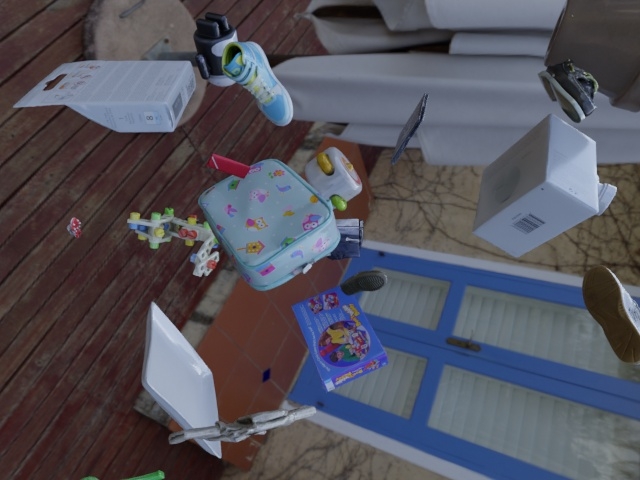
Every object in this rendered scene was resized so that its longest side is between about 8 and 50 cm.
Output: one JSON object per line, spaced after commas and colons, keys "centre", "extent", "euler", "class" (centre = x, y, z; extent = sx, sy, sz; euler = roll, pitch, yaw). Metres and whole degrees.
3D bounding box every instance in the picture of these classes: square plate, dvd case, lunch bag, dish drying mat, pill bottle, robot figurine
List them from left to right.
{"centre": [-0.393, 0.386, 1.206], "extent": [0.049, 0.347, 0.343], "euler": [-28, 120, -4], "class": "square plate"}
{"centre": [-0.417, -0.770, 1.763], "extent": [0.209, 0.173, 0.278], "euler": [-21, 144, -12], "class": "robot figurine"}
{"centre": [-0.184, -0.148, 0.868], "extent": [0.083, 0.008, 0.032], "euler": [16, 122, -33], "class": "dish drying mat"}
{"centre": [-0.099, -0.041, 0.879], "extent": [0.224, 0.279, 0.107], "euler": [-31, 141, -15], "class": "lunch bag"}
{"centre": [0.278, -0.348, 1.339], "extent": [0.164, 0.018, 0.221], "euler": [-59, -176, 40], "class": "dvd case"}
{"centre": [0.654, -0.139, 1.127], "extent": [0.108, 0.180, 0.107], "euler": [-51, 159, -28], "class": "pill bottle"}

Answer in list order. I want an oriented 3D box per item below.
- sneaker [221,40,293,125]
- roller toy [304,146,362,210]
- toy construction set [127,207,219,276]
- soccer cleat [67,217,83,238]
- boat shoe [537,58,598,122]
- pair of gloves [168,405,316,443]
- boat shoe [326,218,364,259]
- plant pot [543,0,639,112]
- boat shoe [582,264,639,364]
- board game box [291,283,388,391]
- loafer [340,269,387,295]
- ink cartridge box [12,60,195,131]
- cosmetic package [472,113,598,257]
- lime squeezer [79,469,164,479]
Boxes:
{"centre": [-0.228, -0.531, 1.478], "extent": [0.318, 0.127, 0.208], "euler": [59, 26, -4], "class": "sneaker"}
{"centre": [0.049, -0.225, 1.518], "extent": [0.209, 0.146, 0.191], "euler": [51, 19, -16], "class": "roller toy"}
{"centre": [-0.456, -0.013, 1.453], "extent": [0.151, 0.328, 0.215], "euler": [-66, 163, 17], "class": "toy construction set"}
{"centre": [-0.651, -0.035, 1.138], "extent": [0.083, 0.036, 0.029], "euler": [118, -4, -56], "class": "soccer cleat"}
{"centre": [0.465, -0.286, 0.798], "extent": [0.081, 0.069, 0.227], "euler": [51, 29, -22], "class": "boat shoe"}
{"centre": [-0.154, 0.375, 0.858], "extent": [0.204, 0.240, 0.042], "euler": [20, 52, -50], "class": "pair of gloves"}
{"centre": [0.000, 0.000, 1.648], "extent": [0.127, 0.341, 0.157], "euler": [-57, 146, -89], "class": "boat shoe"}
{"centre": [0.639, -0.440, 0.958], "extent": [0.263, 0.230, 0.262], "euler": [18, 90, -74], "class": "plant pot"}
{"centre": [0.773, 0.194, 1.118], "extent": [0.098, 0.096, 0.276], "euler": [-49, -149, 44], "class": "boat shoe"}
{"centre": [0.060, 0.335, 1.562], "extent": [0.234, 0.347, 0.078], "euler": [-22, 134, -6], "class": "board game box"}
{"centre": [0.113, 0.102, 1.119], "extent": [0.056, 0.148, 0.050], "euler": [57, 44, -16], "class": "loafer"}
{"centre": [-0.570, -0.403, 1.198], "extent": [0.308, 0.386, 0.091], "euler": [-92, -179, -48], "class": "ink cartridge box"}
{"centre": [0.485, -0.119, 0.987], "extent": [0.224, 0.138, 0.224], "euler": [-50, -165, 55], "class": "cosmetic package"}
{"centre": [-0.484, 0.533, 0.872], "extent": [0.311, 0.058, 0.109], "euler": [-33, 141, -4], "class": "lime squeezer"}
